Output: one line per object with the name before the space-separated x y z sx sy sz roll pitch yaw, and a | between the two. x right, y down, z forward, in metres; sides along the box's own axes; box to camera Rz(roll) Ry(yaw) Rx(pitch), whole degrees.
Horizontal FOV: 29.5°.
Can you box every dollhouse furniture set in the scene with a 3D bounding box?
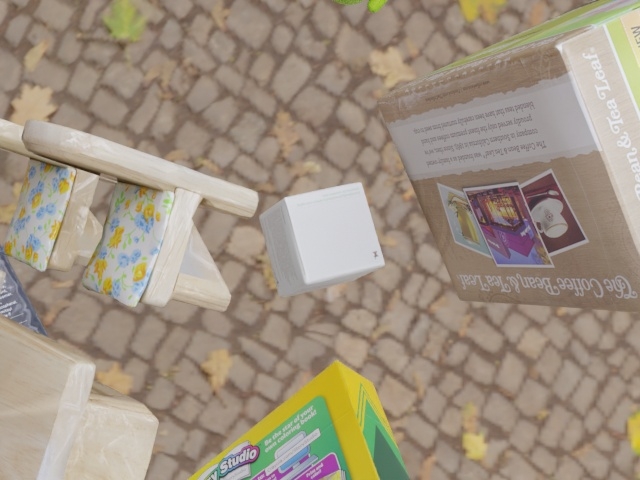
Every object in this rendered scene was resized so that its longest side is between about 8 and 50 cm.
dollhouse furniture set | -0.290 0.085 0.802 0.256 0.394 0.362 18 88 -38

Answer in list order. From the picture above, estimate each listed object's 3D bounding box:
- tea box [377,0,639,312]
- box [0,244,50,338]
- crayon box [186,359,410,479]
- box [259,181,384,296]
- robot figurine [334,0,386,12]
tea box | 0.279 -0.102 1.045 0.323 0.329 0.220 -27 98 -19
box | -0.451 0.211 1.577 0.179 0.343 0.313 -24 75 -29
crayon box | -0.040 0.405 1.769 0.363 0.313 0.106 -40 129 17
box | 0.000 0.000 1.362 0.101 0.087 0.102 -12 83 -25
robot figurine | 0.035 -0.292 1.294 0.101 0.115 0.067 39 78 -6
